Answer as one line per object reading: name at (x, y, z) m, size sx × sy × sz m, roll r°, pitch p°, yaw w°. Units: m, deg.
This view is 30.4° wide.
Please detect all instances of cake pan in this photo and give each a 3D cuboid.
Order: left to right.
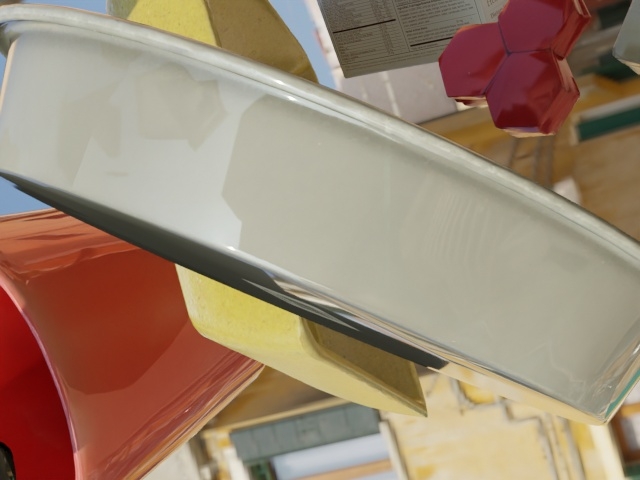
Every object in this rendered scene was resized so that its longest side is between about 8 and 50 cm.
cake pan at (0.000, 0.000, 0.459) m, size 0.054 × 0.293 × 0.293 m, roll -67°, pitch -26°, yaw -6°

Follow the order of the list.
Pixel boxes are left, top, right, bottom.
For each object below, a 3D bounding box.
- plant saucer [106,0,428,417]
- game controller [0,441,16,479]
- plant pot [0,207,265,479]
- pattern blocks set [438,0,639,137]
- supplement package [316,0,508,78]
plant saucer at (-0.041, -0.037, 0.823) m, size 0.333 × 0.081 × 0.332 m, roll 44°, pitch -153°, yaw -68°
game controller at (-0.316, 0.192, 0.683) m, size 0.067 × 0.166 × 0.319 m, roll 39°, pitch -164°, yaw 22°
plant pot at (-0.191, 0.084, 1.010) m, size 0.243 × 0.275 × 0.274 m, roll -25°, pitch -80°, yaw -41°
pattern blocks set at (0.212, -0.121, 0.477) m, size 0.026 × 0.285 × 0.325 m, roll 20°, pitch -169°, yaw -44°
supplement package at (0.091, -0.269, 0.958) m, size 0.194 × 0.149 × 0.203 m, roll -42°, pitch -62°, yaw -45°
